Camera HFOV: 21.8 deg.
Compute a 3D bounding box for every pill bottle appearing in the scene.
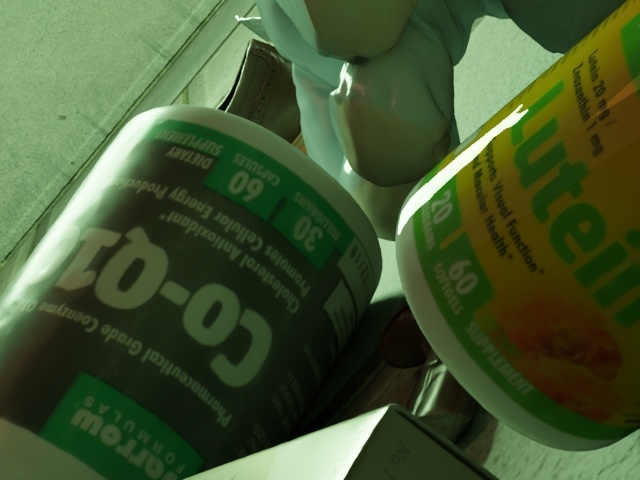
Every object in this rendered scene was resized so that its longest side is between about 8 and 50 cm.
[{"bbox_3d":[-0.126,0.109,1.024,0.361,0.204,0.204,-59,15,-28],"label":"pill bottle"},{"bbox_3d":[0.154,-0.035,0.623,0.245,0.136,0.136,-42,16,35],"label":"pill bottle"}]

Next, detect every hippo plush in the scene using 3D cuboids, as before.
[{"bbox_3d":[0.090,-0.148,1.119,0.236,0.234,0.294,-22,27,-9],"label":"hippo plush"}]

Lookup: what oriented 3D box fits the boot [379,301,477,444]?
[{"bbox_3d":[0.053,0.079,0.886,0.106,0.037,0.114,-40,21,45],"label":"boot"}]

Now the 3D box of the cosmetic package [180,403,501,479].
[{"bbox_3d":[-0.038,0.188,0.723,0.309,0.113,0.160,-32,23,57],"label":"cosmetic package"}]

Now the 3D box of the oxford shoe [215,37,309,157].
[{"bbox_3d":[-0.129,-0.026,1.545,0.364,0.132,0.130,-50,14,5],"label":"oxford shoe"}]
